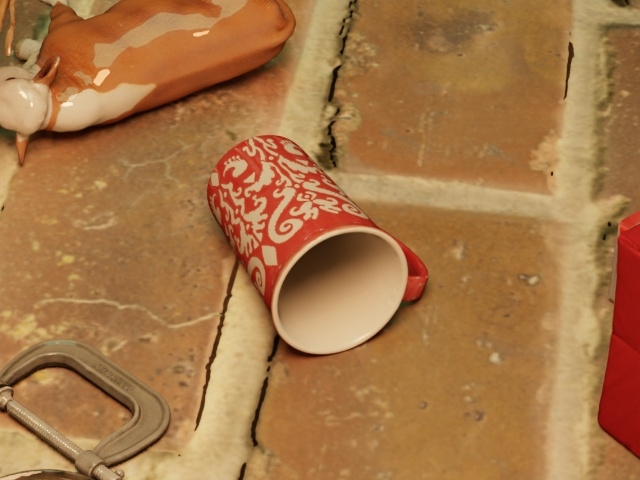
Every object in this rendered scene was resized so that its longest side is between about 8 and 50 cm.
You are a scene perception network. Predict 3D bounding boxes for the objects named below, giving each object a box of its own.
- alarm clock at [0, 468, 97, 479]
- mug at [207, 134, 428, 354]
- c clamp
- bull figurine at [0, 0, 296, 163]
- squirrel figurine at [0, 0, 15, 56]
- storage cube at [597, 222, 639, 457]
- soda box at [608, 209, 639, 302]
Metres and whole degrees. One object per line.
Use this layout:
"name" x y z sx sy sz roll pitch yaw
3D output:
"alarm clock" -0.197 0.204 1.210 0.129 0.064 0.192 -29 50 -31
"mug" -0.008 0.006 1.452 0.113 0.150 0.169 -44 41 4
"c clamp" -0.186 0.129 1.338 0.137 0.022 0.160 -29 48 -31
"bull figurine" -0.181 -0.174 1.653 0.310 0.101 0.188 -16 40 -19
"squirrel figurine" -0.422 -0.183 1.475 0.370 0.281 0.397 -50 32 -14
"storage cube" 0.332 0.077 1.280 0.215 0.184 0.193 -26 44 -28
"soda box" 0.356 -0.013 1.471 0.263 0.083 0.092 -28 46 -30
